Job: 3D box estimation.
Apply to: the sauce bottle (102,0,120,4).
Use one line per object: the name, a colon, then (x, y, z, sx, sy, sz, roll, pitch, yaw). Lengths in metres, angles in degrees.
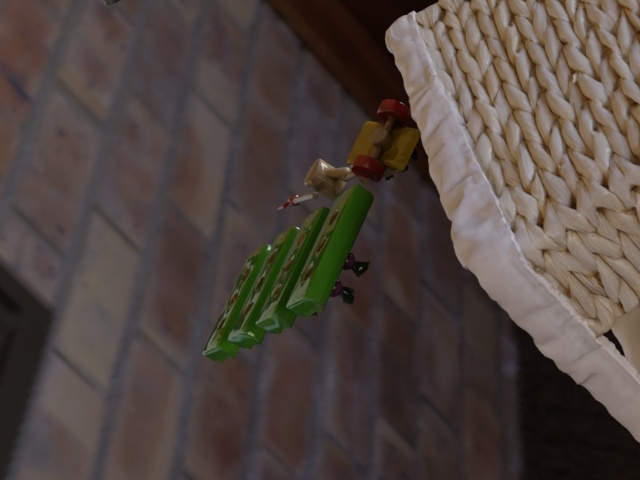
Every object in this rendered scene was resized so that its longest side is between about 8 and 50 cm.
sauce bottle: (-0.176, -0.235, 1.425, 0.042, 0.128, 0.042, -24, 22, 10)

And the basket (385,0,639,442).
basket: (0.267, -0.052, 1.508, 0.266, 0.328, 0.331, -34, 38, 17)

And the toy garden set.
toy garden set: (0.000, 0.000, 1.655, 0.204, 0.049, 0.244, -65, 14, -22)
